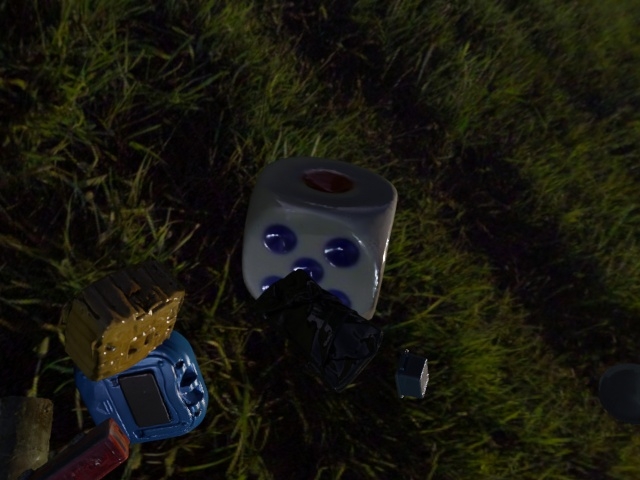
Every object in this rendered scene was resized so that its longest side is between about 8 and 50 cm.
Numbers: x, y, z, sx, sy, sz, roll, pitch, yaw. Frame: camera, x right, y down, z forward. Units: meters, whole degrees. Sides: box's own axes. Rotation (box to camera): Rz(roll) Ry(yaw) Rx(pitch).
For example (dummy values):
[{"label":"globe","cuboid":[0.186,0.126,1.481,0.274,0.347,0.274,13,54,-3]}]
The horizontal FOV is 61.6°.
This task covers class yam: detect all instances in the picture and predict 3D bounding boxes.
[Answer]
[{"label":"yam","cuboid":[-0.723,0.511,1.246,0.168,0.168,0.304,13,52,-33]}]

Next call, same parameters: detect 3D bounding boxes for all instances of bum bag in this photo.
[{"label":"bum bag","cuboid":[-0.012,0.133,0.877,0.123,0.248,0.060,-50,145,-9]}]

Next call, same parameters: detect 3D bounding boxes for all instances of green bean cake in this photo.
[{"label":"green bean cake","cuboid":[-0.413,0.173,1.137,0.131,0.230,0.224,43,43,16]}]

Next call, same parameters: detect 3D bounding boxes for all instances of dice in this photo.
[{"label":"dice","cuboid":[0.000,0.000,1.214,0.304,0.304,0.277,11,31,6]}]

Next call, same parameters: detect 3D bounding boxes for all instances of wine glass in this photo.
[{"label":"wine glass","cuboid":[0.578,0.284,0.995,0.231,0.103,0.103,25,55,-55]}]

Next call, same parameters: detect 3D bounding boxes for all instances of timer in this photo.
[{"label":"timer","cuboid":[-0.477,0.395,1.440,0.115,0.309,0.340,-99,178,-64]}]

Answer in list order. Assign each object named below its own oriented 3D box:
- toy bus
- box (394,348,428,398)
[{"label":"toy bus","cuboid":[-0.378,0.347,0.788,0.192,0.077,0.065,-35,104,-15]},{"label":"box","cuboid":[0.195,0.286,1.135,0.074,0.054,0.099,-59,148,-38]}]
